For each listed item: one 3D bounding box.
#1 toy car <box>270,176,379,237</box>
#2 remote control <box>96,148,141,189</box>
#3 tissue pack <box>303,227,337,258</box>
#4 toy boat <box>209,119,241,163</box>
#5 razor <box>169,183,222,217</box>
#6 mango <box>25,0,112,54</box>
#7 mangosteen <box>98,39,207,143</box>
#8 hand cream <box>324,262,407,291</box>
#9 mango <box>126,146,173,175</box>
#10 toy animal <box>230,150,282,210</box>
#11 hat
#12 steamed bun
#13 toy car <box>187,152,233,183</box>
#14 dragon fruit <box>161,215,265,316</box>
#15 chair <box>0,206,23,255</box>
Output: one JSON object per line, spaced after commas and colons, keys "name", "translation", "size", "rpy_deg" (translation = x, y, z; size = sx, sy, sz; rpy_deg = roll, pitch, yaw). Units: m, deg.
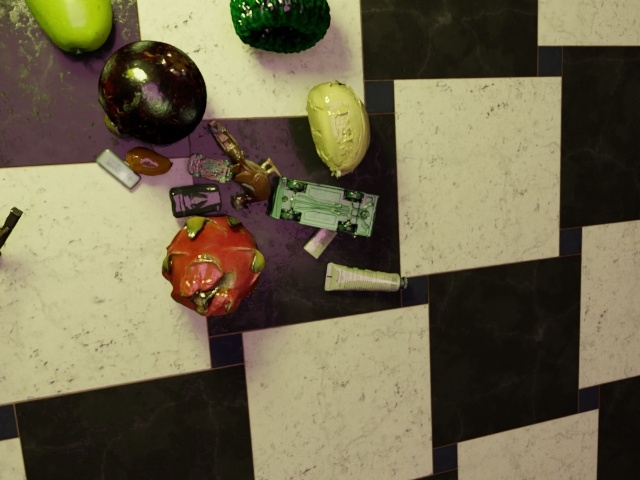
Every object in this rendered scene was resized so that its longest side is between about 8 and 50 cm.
{"name": "toy car", "translation": [0.012, -0.101, 1.669], "size": [0.321, 0.097, 0.141], "rpy_deg": [11, 95, -5]}
{"name": "remote control", "translation": [-0.567, -0.200, 1.519], "size": [0.124, 0.018, 0.053], "rpy_deg": [42, 83, -19]}
{"name": "tissue pack", "translation": [0.000, 0.000, 1.727], "size": [0.056, 0.023, 0.108], "rpy_deg": [39, 86, -19]}
{"name": "toy boat", "translation": [-0.273, -0.289, 1.583], "size": [0.047, 0.049, 0.149], "rpy_deg": [-39, 107, -8]}
{"name": "razor", "translation": [-0.362, -0.118, 1.576], "size": [0.148, 0.054, 0.090], "rpy_deg": [-9, 101, -17]}
{"name": "mango", "translation": [-0.653, -0.643, 1.352], "size": [0.192, 0.156, 0.343], "rpy_deg": [-30, 104, -13]}
{"name": "mangosteen", "translation": [-0.441, -0.376, 1.414], "size": [0.288, 0.288, 0.288], "rpy_deg": [-3, 99, -17]}
{"name": "hand cream", "translation": [0.151, 0.131, 1.782], "size": [0.276, 0.059, 0.095], "rpy_deg": [6, 97, -14]}
{"name": "mango", "translation": [-0.482, -0.220, 1.519], "size": [0.127, 0.063, 0.077], "rpy_deg": [14, 86, -19]}
{"name": "toy animal", "translation": [-0.213, -0.178, 1.590], "size": [0.179, 0.089, 0.188], "rpy_deg": [-37, 134, 3]}
{"name": "hat", "translation": [-0.123, -0.705, 1.506], "size": [0.274, 0.242, 0.332], "rpy_deg": [3, 73, -40]}
{"name": "steamed bun", "translation": [0.067, -0.334, 1.591], "size": [0.166, 0.232, 0.272], "rpy_deg": [-17, 104, -9]}
{"name": "toy car", "translation": [-0.322, -0.211, 1.577], "size": [0.142, 0.055, 0.069], "rpy_deg": [11, 96, -33]}
{"name": "dragon fruit", "translation": [-0.297, 0.080, 1.539], "size": [0.306, 0.226, 0.305], "rpy_deg": [-2, 98, -15]}
{"name": "chair", "translation": [-0.959, 0.050, 1.357], "size": [0.203, 0.416, 0.240], "rpy_deg": [36, 42, -20]}
